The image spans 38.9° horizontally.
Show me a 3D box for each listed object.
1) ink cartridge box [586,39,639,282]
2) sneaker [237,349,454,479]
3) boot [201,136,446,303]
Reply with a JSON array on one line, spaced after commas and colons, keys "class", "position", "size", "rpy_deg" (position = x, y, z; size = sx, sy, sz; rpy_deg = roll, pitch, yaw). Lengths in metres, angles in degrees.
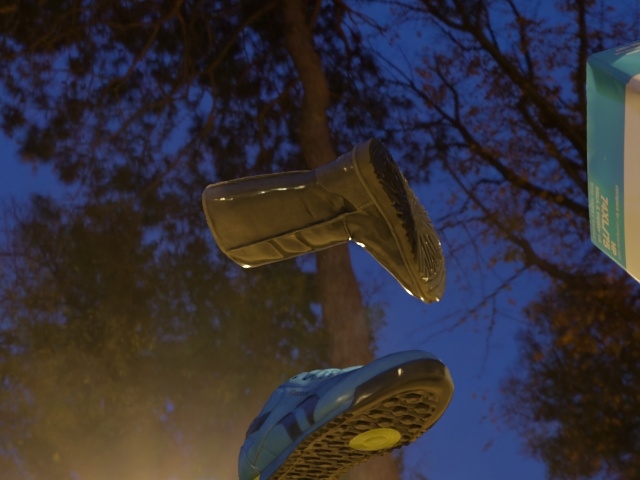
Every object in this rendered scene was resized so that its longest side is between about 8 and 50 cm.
[{"class": "ink cartridge box", "position": [0.369, -0.042, 0.715], "size": [0.198, 0.270, 0.197], "rpy_deg": [-18, -57, -9]}, {"class": "sneaker", "position": [0.004, 0.105, 0.576], "size": [0.069, 0.082, 0.209], "rpy_deg": [14, -38, -26]}, {"class": "boot", "position": [0.001, 0.000, 0.903], "size": [0.208, 0.076, 0.190], "rpy_deg": [-20, -75, 29]}]
